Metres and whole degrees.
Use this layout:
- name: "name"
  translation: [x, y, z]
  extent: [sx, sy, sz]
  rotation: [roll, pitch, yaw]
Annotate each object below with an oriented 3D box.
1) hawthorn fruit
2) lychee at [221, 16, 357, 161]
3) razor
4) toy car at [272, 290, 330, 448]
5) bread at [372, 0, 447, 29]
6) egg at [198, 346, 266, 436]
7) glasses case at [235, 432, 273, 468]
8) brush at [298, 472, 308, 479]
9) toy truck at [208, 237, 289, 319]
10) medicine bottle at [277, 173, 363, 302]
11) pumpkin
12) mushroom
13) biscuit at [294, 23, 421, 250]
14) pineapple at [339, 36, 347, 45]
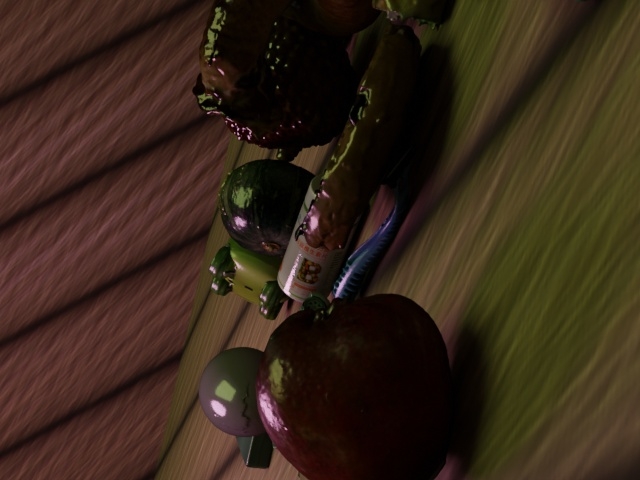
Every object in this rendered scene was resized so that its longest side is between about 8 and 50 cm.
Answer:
- name: "hawthorn fruit"
  translation: [0.040, 0.150, 0.812]
  extent: [0.202, 0.185, 0.185]
  rotation: [64, 165, -1]
- name: "lychee"
  translation: [-0.055, -0.261, 1.428]
  extent: [0.236, 0.236, 0.271]
  rotation: [-115, 20, -69]
- name: "razor"
  translation: [0.066, -0.004, 1.108]
  extent: [0.082, 0.042, 0.253]
  rotation: [-52, -9, -45]
- name: "toy car"
  translation: [-0.016, 0.179, 1.230]
  extent: [0.090, 0.076, 0.224]
  rotation: [118, 167, -55]
- name: "bread"
  translation: [0.135, -0.388, 1.052]
  extent: [0.087, 0.098, 0.269]
  rotation: [26, 108, 34]
- name: "egg"
  translation: [-0.126, 0.251, 1.479]
  extent: [0.199, 0.146, 0.146]
  rotation: [-176, 97, -72]
- name: "glasses case"
  translation: [-0.120, 0.346, 1.612]
  extent: [0.184, 0.039, 0.077]
  rotation: [-153, 75, -77]
- name: "brush"
  translation: [0.007, 0.335, 1.117]
  extent: [0.336, 0.020, 0.085]
  rotation: [-141, 63, -77]
- name: "toy truck"
  translation: [-0.101, 0.033, 1.618]
  extent: [0.210, 0.148, 0.187]
  rotation: [-62, -3, -37]
- name: "medicine bottle"
  translation: [0.000, 0.000, 1.294]
  extent: [0.086, 0.086, 0.183]
  rotation: [-94, 20, -51]
- name: "pumpkin"
  translation: [-0.076, -0.054, 1.449]
  extent: [0.190, 0.190, 0.146]
  rotation: [118, 157, -51]
- name: "mushroom"
  translation: [-0.080, -0.385, 1.195]
  extent: [0.331, 0.356, 0.334]
  rotation: [60, -179, 39]
- name: "biscuit"
  translation: [0.057, -0.119, 1.091]
  extent: [0.296, 0.075, 0.296]
  rotation: [-157, 90, -89]
- name: "pineapple"
  translation: [-0.024, -0.376, 1.575]
  extent: [0.193, 0.166, 0.166]
  rotation: [121, 157, -49]
